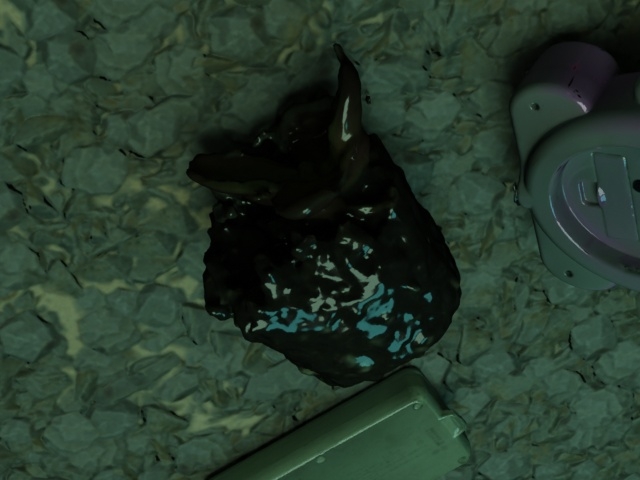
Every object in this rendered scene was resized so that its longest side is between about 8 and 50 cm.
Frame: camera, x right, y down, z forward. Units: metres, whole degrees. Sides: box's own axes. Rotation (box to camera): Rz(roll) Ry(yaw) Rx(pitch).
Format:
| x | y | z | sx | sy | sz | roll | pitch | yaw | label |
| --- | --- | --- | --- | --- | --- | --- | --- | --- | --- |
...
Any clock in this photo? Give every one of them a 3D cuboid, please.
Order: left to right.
| x | y | z | sx | sy | sz | roll | pitch | yaw | label |
| --- | --- | --- | --- | --- | --- | --- | --- | --- | --- |
| 0.284 | -0.044 | 1.324 | 0.248 | 0.090 | 0.227 | 10 | 136 | 31 | clock |

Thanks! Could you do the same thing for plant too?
| x | y | z | sx | sy | sz | roll | pitch | yaw | label |
| --- | --- | --- | --- | --- | --- | --- | --- | --- | --- |
| 0.000 | 0.000 | 1.317 | 0.204 | 0.178 | 0.234 | -31 | 132 | 12 | plant |

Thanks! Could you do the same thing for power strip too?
| x | y | z | sx | sy | sz | roll | pitch | yaw | label |
| --- | --- | --- | --- | --- | --- | --- | --- | --- | --- |
| 0.015 | 0.224 | 1.567 | 0.270 | 0.046 | 0.118 | -31 | 128 | 9 | power strip |
